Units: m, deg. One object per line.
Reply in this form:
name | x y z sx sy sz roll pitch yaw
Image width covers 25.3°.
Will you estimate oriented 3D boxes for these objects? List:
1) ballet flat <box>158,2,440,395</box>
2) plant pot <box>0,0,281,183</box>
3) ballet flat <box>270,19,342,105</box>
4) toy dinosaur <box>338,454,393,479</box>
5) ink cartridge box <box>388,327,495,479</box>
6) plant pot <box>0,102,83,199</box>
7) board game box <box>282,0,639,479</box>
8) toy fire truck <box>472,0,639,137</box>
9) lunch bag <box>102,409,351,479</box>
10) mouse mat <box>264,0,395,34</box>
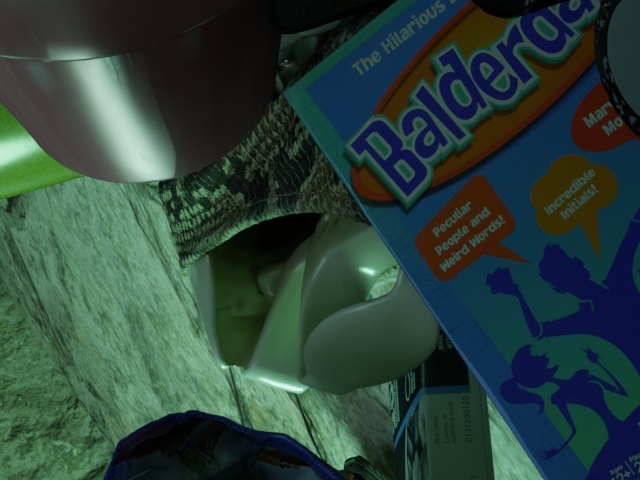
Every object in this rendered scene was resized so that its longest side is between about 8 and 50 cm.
ballet flat | 0.000 0.000 0.829 0.483 0.164 0.182 154 120 -70
plant pot | -0.094 -0.129 0.638 0.201 0.201 0.180 50 163 31
ballet flat | 0.000 -0.132 0.827 0.072 0.068 0.213 57 161 12
toy dinosaur | 0.041 0.284 1.296 0.322 0.164 0.218 -116 17 -73
ink cartridge box | 0.075 0.153 0.928 0.208 0.045 0.206 95 172 -67
plant pot | -0.287 -0.173 1.081 0.366 0.353 0.366 52 161 27
board game box | 0.107 -0.022 0.561 0.210 0.160 0.047 56 -164 14
toy fire truck | 0.130 -0.139 0.368 0.217 0.158 0.246 48 146 36
lunch bag | 0.029 0.302 0.709 0.385 0.239 0.328 59 177 39
mouse mat | 0.045 -0.161 0.524 0.189 0.153 0.007 86 159 -53
